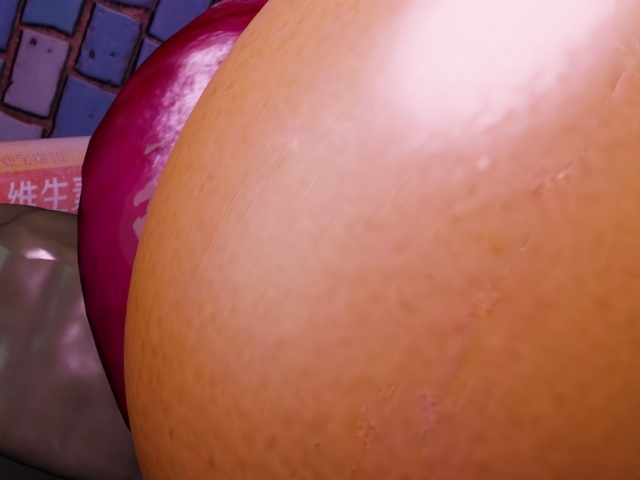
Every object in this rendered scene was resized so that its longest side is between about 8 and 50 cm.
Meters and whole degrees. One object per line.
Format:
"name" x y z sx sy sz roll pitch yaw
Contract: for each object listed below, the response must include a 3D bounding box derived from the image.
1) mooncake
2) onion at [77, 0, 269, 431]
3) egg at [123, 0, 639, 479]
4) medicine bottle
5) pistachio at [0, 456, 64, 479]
"mooncake" -0.169 0.092 1.236 0.356 0.356 0.194 180 111 -78
"onion" 0.000 0.000 0.796 0.282 0.260 0.336 -45 23 48
"egg" 0.074 0.007 0.489 0.322 0.250 0.250 -62 14 18
"medicine bottle" -0.192 -0.056 1.467 0.108 0.426 0.108 8 103 42
"pistachio" -0.275 0.285 1.473 0.281 0.365 0.445 -35 -3 40
